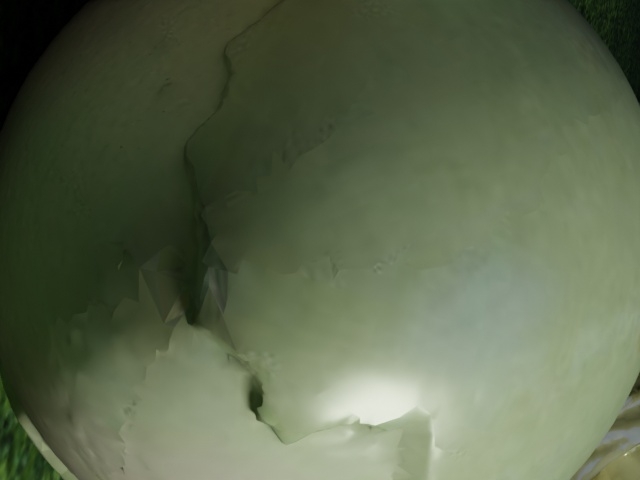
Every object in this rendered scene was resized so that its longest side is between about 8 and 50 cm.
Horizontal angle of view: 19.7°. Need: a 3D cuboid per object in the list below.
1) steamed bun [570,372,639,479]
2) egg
[{"bbox_3d":[0.136,0.160,1.094,0.339,0.247,0.352,85,18,-58],"label":"steamed bun"},{"bbox_3d":[0.000,0.000,0.487,0.217,0.183,0.183,-4,107,-78],"label":"egg"}]
